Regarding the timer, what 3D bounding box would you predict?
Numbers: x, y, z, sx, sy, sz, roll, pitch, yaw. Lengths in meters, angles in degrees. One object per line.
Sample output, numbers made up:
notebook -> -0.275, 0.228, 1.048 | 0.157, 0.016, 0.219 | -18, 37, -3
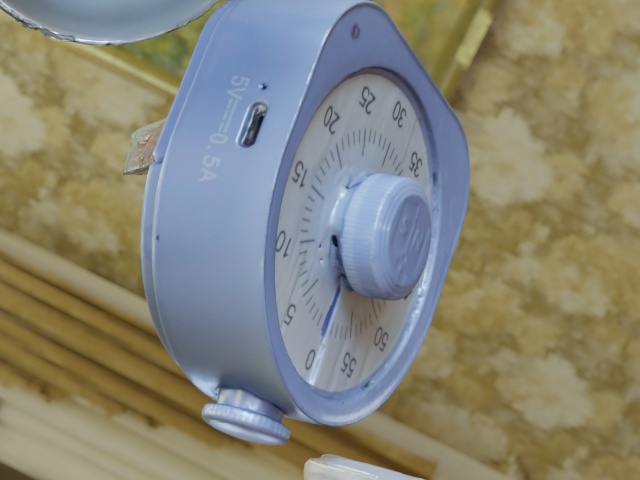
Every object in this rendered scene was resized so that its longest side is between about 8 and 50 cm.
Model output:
timer -> 0.000, 0.000, 1.442 | 0.395, 0.173, 0.395 | -30, -55, -56

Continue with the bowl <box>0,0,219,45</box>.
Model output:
bowl -> -0.223, -0.367, 1.691 | 0.345, 0.345, 0.157 | -63, 6, -3

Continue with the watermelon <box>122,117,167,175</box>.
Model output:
watermelon -> -0.158, -0.129, 2.042 | 0.241, 0.154, 0.094 | -1, 103, 67

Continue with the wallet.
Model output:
wallet -> 0.045, 0.244, 1.449 | 0.190, 0.033, 0.095 | 8, 106, 56
